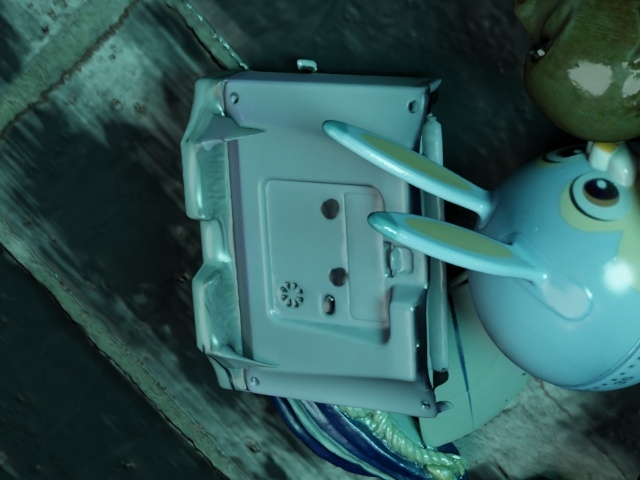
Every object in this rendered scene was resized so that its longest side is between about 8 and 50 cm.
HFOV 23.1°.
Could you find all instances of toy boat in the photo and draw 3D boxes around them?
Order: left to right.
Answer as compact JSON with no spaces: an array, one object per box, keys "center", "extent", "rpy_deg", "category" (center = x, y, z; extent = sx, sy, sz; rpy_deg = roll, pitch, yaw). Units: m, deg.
[{"center":[0.059,0.070,1.183],"extent":[0.210,0.070,0.291],"rpy_deg":[28,129,4],"category":"toy boat"}]

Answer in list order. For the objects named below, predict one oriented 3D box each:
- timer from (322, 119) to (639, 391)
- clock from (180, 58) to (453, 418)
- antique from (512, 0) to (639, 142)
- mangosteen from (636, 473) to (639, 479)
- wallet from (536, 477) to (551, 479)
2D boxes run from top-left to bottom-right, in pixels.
[{"center":[0.144,-0.012,0.978],"extent":[0.175,0.175,0.255],"rpy_deg":[-14,133,38],"category":"timer"},{"center":[0.000,0.000,1.108],"extent":[0.186,0.083,0.253],"rpy_deg":[5,107,28],"category":"clock"},{"center":[0.220,-0.067,0.901],"extent":[0.257,0.143,0.121],"rpy_deg":[43,161,-14],"category":"antique"},{"center":[0.334,0.206,0.968],"extent":[0.347,0.307,0.307],"rpy_deg":[2,126,50],"category":"mangosteen"},{"center":[0.137,0.276,1.308],"extent":[0.250,0.044,0.149],"rpy_deg":[-22,114,40],"category":"wallet"}]
